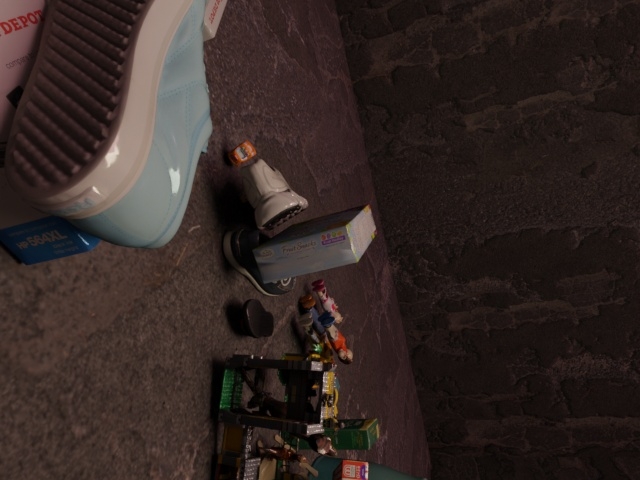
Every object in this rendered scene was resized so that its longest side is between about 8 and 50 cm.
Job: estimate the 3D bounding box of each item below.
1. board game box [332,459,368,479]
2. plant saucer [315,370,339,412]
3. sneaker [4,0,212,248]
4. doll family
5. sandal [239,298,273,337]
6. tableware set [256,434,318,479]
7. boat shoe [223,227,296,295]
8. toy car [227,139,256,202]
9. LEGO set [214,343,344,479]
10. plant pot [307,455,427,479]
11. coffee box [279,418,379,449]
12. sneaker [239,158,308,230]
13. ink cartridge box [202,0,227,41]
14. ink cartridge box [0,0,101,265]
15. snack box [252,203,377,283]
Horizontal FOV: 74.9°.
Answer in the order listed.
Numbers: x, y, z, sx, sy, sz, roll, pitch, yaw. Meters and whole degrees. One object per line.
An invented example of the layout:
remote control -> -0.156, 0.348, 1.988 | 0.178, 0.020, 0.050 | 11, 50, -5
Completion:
board game box -> 0.045, 0.468, 0.713 | 0.193, 0.045, 0.146 | 97, -1, -55
plant saucer -> 0.019, 0.428, 1.120 | 0.192, 0.018, 0.067 | -54, 132, -65
sneaker -> -0.169, -0.160, 0.412 | 0.150, 0.136, 0.365 | 66, 27, -62
doll family -> -0.001, 0.228, 1.057 | 0.263, 0.119, 0.163 | -105, 171, -67
sandal -> -0.126, 0.155, 0.795 | 0.179, 0.040, 0.067 | 74, 17, -70
tableware set -> -0.076, 0.456, 0.776 | 0.194, 0.039, 0.128 | 60, 37, -35
boat shoe -> -0.099, 0.046, 0.851 | 0.254, 0.079, 0.095 | 55, 32, -53
toy car -> -0.149, -0.132, 0.829 | 0.040, 0.060, 0.121 | -59, 136, -58
LEGO set -> -0.026, 0.316, 0.655 | 0.255, 0.192, 0.330 | 42, 50, -49
plant pot -> 0.123, 0.633, 0.940 | 0.272, 0.256, 0.271 | -10, 90, -73
coffee box -> 0.022, 0.400, 0.866 | 0.113, 0.184, 0.040 | 32, 51, -67
sneaker -> -0.096, -0.090, 0.833 | 0.118, 0.110, 0.292 | 57, -3, -1
ink cartridge box -> -0.241, -0.437, 0.657 | 0.208, 0.087, 0.152 | 59, 28, -51
ink cartridge box -> -0.270, -0.103, 0.388 | 0.148, 0.086, 0.203 | -80, 154, -49
snack box -> 0.000, 0.000, 0.771 | 0.207, 0.175, 0.070 | -46, 119, -68
